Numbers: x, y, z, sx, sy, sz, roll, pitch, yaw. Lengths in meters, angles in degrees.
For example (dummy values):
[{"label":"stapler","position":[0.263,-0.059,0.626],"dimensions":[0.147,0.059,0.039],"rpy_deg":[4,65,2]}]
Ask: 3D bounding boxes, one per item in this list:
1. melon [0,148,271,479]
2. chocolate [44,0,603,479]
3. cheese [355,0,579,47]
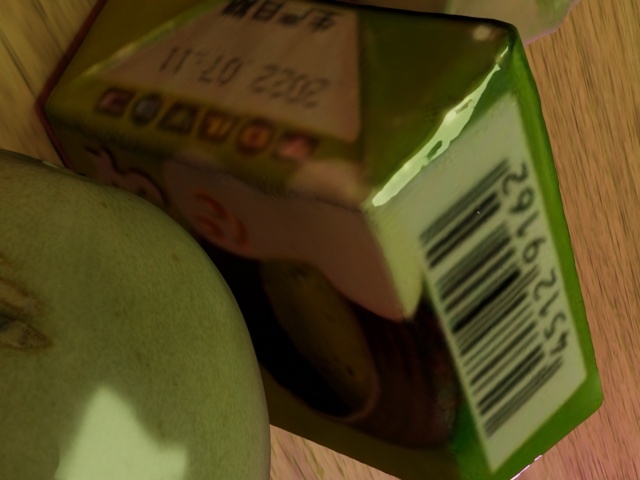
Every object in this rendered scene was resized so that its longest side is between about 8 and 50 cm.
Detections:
[{"label":"melon","position":[-0.158,0.126,0.662],"dimensions":[0.268,0.268,0.330],"rpy_deg":[14,93,-59]},{"label":"chocolate","position":[0.000,0.000,0.888],"dimensions":[0.137,0.288,0.301],"rpy_deg":[-47,136,-29]},{"label":"cheese","position":[0.151,-0.291,1.119],"dimensions":[0.326,0.115,0.318],"rpy_deg":[-53,151,-12]}]
